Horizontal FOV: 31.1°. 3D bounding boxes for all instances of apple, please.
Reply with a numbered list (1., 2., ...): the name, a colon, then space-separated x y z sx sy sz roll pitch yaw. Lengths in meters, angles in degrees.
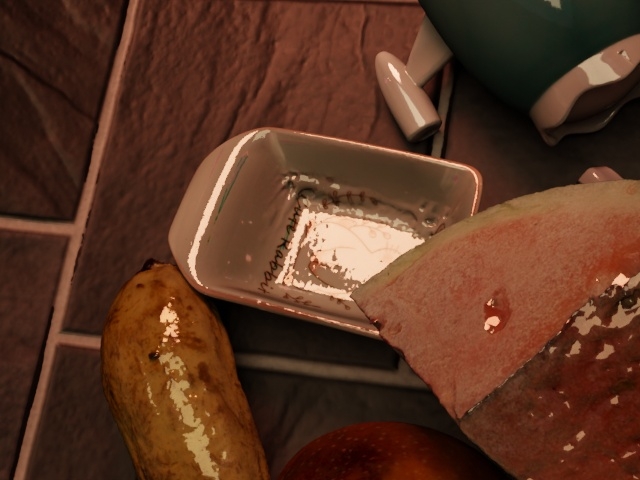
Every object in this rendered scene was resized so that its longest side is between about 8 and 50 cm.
1. apple: 0.046 0.227 0.726 0.229 0.230 0.230 -4 70 12

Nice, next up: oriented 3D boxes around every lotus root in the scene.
1. lotus root: -0.101 0.131 0.853 0.097 0.110 0.259 -7 63 -33

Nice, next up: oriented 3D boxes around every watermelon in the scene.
1. watermelon: 0.158 0.096 0.660 0.260 0.256 0.176 46 52 -5

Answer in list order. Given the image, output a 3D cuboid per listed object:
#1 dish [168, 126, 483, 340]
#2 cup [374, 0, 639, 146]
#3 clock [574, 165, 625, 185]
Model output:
1. dish: 0.000 0.000 0.889 0.234 0.064 0.154 14 66 17
2. cup: 0.173 -0.171 0.867 0.299 0.167 0.173 -38 74 27
3. clock: 0.217 0.094 0.769 0.253 0.083 0.186 44 111 23
